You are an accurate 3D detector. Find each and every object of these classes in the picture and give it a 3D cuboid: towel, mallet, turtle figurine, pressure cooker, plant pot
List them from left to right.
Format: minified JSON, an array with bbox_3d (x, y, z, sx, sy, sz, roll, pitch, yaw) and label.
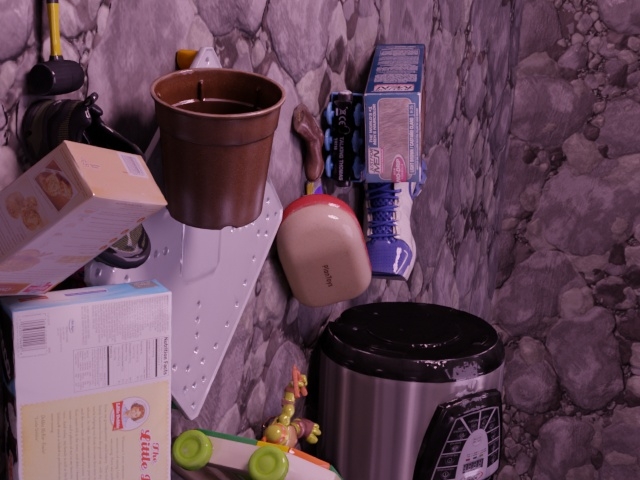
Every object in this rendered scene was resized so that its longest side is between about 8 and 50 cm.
[{"bbox_3d":[-0.290,-0.255,1.192,0.062,0.039,0.189,-11,104,-67],"label":"mallet"},{"bbox_3d":[-0.131,-0.113,1.354,0.167,0.167,0.165,-47,147,-55],"label":"plant pot"},{"bbox_3d":[-0.066,0.366,1.907,0.217,0.087,0.269,60,34,-68],"label":"turtle figurine"},{"bbox_3d":[-0.010,-0.085,1.979,0.060,0.009,0.083,-55,146,-50],"label":"towel"},{"bbox_3d":[0.175,0.363,2.129,0.375,0.370,0.420,-48,143,-71],"label":"pressure cooker"}]

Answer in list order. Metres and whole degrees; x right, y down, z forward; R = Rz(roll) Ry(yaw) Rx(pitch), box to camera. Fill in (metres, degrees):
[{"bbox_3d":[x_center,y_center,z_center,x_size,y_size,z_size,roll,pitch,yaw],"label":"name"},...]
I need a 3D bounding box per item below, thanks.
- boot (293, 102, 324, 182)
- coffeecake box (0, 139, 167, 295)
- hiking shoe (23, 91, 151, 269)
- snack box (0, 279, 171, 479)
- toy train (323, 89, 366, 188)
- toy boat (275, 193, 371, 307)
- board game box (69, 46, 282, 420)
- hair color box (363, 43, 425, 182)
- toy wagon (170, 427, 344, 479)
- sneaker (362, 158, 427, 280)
[{"bbox_3d":[-0.024,-0.170,1.875,0.114,0.037,0.106,56,33,-64],"label":"boot"},{"bbox_3d":[-0.276,-0.017,1.113,0.068,0.185,0.142,59,17,13],"label":"coffeecake box"},{"bbox_3d":[-0.242,-0.059,1.216,0.086,0.114,0.227,-54,129,-40],"label":"hiking shoe"},{"bbox_3d":[-0.269,0.214,1.255,0.187,0.060,0.321,-6,107,-30],"label":"snack box"},{"bbox_3d":[0.049,-0.190,2.005,0.105,0.080,0.184,-43,136,-71],"label":"toy train"},{"bbox_3d":[0.000,0.000,1.907,0.231,0.151,0.151,74,2,-48],"label":"toy boat"},{"bbox_3d":[-0.187,-0.004,1.515,0.390,0.050,0.390,68,37,-52],"label":"board game box"},{"bbox_3d":[0.147,-0.250,2.057,0.347,0.105,0.173,-74,163,-64],"label":"hair color box"},{"bbox_3d":[-0.055,0.360,1.580,0.267,0.344,0.068,61,41,-57],"label":"toy wagon"},{"bbox_3d":[0.126,-0.087,2.190,0.182,0.127,0.315,53,42,-56],"label":"sneaker"}]
